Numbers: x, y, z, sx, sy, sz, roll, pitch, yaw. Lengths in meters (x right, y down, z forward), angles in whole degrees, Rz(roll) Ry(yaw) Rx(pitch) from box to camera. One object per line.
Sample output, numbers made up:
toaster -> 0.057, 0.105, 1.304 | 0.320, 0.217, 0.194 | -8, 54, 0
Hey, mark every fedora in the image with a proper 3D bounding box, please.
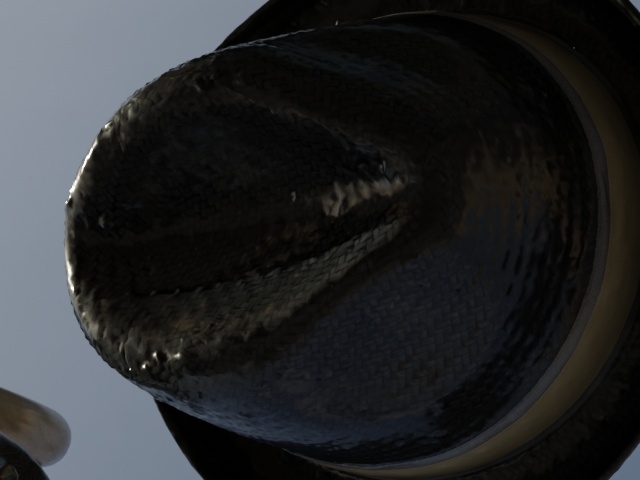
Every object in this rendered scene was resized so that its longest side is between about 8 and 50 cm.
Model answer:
fedora -> 0.000, 0.000, 0.858 | 0.334, 0.152, 0.334 | -4, -96, 40

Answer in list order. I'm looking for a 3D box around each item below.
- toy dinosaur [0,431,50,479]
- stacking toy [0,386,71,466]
toy dinosaur -> -0.201, 0.101, 0.852 | 0.313, 0.121, 0.160 | -9, -152, -40
stacking toy -> -0.264, 0.233, 1.091 | 0.141, 0.141, 0.330 | 16, -101, 22
